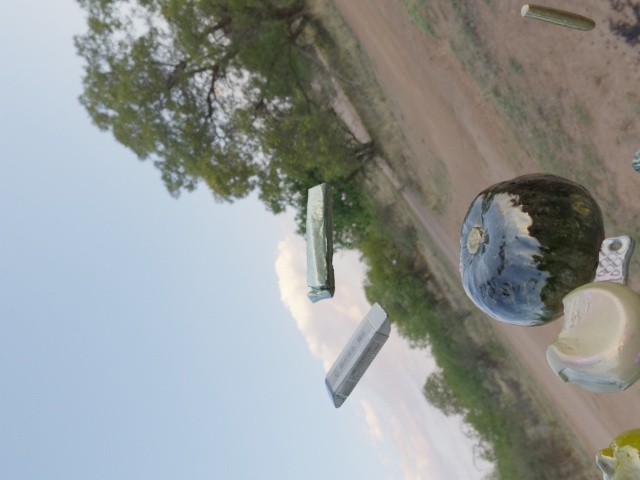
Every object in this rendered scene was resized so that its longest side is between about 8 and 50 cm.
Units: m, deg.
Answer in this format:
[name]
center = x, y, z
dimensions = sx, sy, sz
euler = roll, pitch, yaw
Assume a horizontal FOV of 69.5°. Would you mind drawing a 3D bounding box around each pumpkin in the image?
[pumpkin]
center = 0.596, 0.025, 1.320
dimensions = 0.454, 0.344, 0.454
euler = -168, 90, -86

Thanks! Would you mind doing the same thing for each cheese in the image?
[cheese]
center = 0.491, 0.115, 0.797
dimensions = 0.082, 0.286, 0.163
euler = 35, 155, -22

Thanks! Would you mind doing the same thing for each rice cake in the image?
[rice cake]
center = 0.000, 0.000, 1.184
dimensions = 0.063, 0.066, 0.336
euler = 41, -139, -46

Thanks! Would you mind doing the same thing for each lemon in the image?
[lemon]
center = 0.671, 0.467, 0.889
dimensions = 0.248, 0.184, 0.184
euler = 16, 168, 27

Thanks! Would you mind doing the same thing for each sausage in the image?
[sausage]
center = 0.399, -0.372, 0.770
dimensions = 0.024, 0.132, 0.024
euler = -173, 90, -79

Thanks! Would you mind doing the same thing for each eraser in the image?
[eraser]
center = 0.109, 0.349, 1.387
dimensions = 0.061, 0.352, 0.089
euler = 24, -166, -30

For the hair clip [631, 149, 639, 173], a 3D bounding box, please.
[hair clip]
center = 0.782, -0.173, 0.956
dimensions = 0.036, 0.229, 0.066
euler = -7, -83, -42
